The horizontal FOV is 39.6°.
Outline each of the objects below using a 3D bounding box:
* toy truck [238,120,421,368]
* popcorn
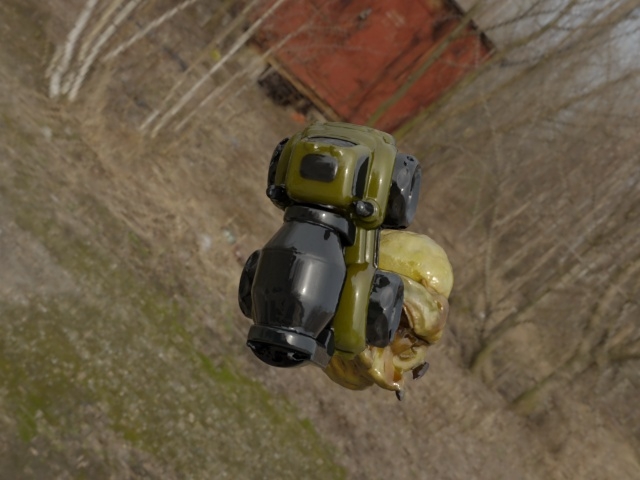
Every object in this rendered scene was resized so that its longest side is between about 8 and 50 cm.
[{"bbox_3d":[0.000,0.000,0.795,0.147,0.224,0.165,12,1,16],"label":"toy truck"},{"bbox_3d":[0.073,0.080,1.122,0.253,0.190,0.191,-5,-66,63],"label":"popcorn"}]
